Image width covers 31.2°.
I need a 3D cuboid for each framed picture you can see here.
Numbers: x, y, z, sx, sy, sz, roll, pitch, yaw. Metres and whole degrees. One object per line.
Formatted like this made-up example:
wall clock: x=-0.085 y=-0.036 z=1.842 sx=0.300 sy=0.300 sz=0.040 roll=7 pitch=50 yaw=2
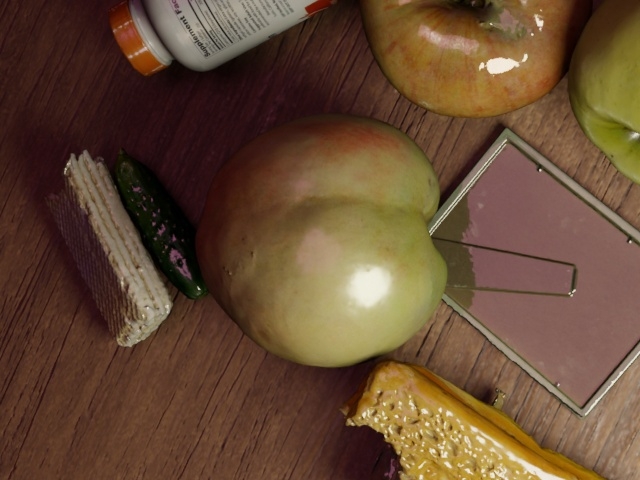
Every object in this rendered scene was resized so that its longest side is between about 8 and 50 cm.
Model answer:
framed picture: x=0.262 y=0.036 z=1.343 sx=0.289 sy=0.020 sz=0.211 roll=41 pitch=96 yaw=15

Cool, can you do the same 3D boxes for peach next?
peach: x=0.000 y=-0.001 z=1.301 sx=0.292 sy=0.247 sz=0.292 roll=0 pitch=92 yaw=0

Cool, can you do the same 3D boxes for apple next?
apple: x=0.174 y=-0.258 z=1.305 sx=0.260 sy=0.194 sz=0.261 roll=-1 pitch=88 yaw=14
apple: x=0.391 y=-0.175 z=1.207 sx=0.262 sy=0.262 sz=0.263 roll=-1 pitch=85 yaw=16

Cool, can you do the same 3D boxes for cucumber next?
cucumber: x=-0.202 y=-0.024 z=1.457 sx=0.069 sy=0.069 sz=0.227 roll=-36 pitch=75 yaw=10

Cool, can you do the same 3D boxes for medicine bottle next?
medicine bottle: x=-0.115 y=-0.309 z=1.410 sx=0.288 sy=0.157 sz=0.157 roll=-26 pitch=79 yaw=12

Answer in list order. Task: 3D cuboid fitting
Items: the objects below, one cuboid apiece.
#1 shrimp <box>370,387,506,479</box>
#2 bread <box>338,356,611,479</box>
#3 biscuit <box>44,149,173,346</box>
shrimp: x=0.137 y=0.257 z=1.348 sx=0.126 sy=0.047 sz=0.223 roll=37 pitch=97 yaw=26
bread: x=0.182 y=0.287 z=1.259 sx=0.380 sy=0.109 sz=0.185 roll=32 pitch=97 yaw=1
biscuit: x=-0.267 y=0.011 z=1.451 sx=0.239 sy=0.061 sz=0.108 roll=61 pitch=143 yaw=12
